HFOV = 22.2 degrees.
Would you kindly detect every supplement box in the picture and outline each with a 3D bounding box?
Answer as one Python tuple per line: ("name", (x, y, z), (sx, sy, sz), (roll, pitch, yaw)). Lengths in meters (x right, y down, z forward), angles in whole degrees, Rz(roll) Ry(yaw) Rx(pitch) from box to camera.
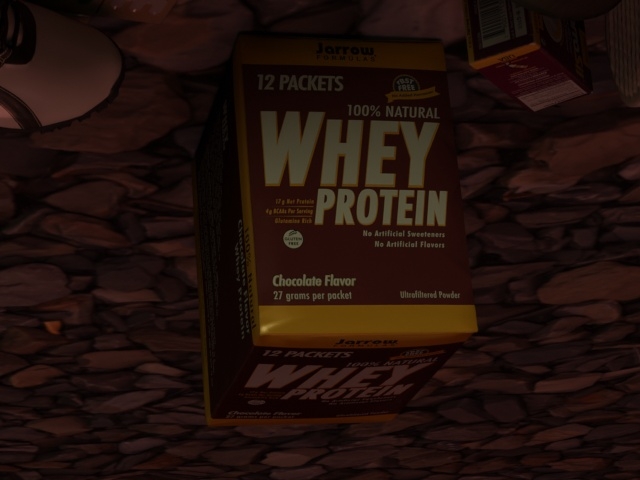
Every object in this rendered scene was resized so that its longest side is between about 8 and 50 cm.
("supplement box", (0.000, 0.000, 1.027), (0.129, 0.191, 0.194), (0, 158, -13))
("supplement box", (0.119, -0.116, 0.940), (0.043, 0.055, 0.083), (-16, 157, 28))

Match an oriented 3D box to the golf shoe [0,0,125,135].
("golf shoe", (-0.183, -0.109, 0.841), (0.198, 0.077, 0.094), (7, 156, -31))

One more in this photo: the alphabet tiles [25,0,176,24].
("alphabet tiles", (-0.150, -0.161, 0.829), (0.198, 0.009, 0.237), (5, 157, -24))

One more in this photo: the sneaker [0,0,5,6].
("sneaker", (-0.146, -0.164, 0.673), (0.299, 0.112, 0.121), (-32, -172, 25))

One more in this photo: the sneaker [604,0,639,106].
("sneaker", (0.246, -0.152, 0.826), (0.161, 0.102, 0.282), (-7, 170, -2))

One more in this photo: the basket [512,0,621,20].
("basket", (0.159, -0.200, 0.596), (0.227, 0.154, 0.204), (-27, 178, 34))
